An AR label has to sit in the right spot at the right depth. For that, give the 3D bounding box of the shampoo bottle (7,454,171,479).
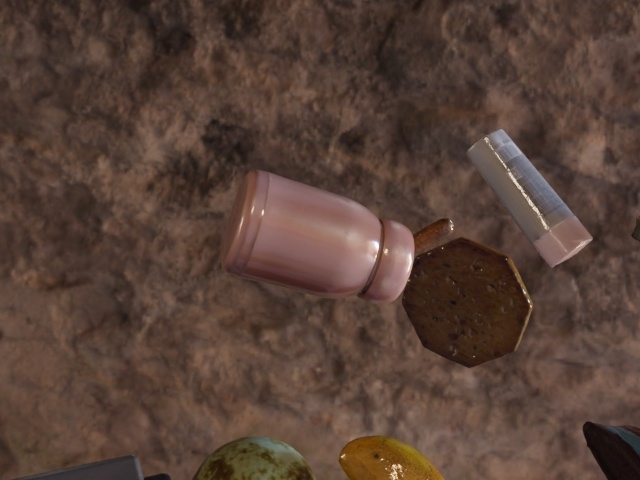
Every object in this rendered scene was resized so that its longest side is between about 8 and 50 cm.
[{"bbox_3d":[-0.282,0.297,0.926,0.246,0.079,0.080,-5,-35,-28],"label":"shampoo bottle"}]

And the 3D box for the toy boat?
[{"bbox_3d":[0.548,0.401,1.473,0.079,0.136,0.392,16,11,-6],"label":"toy boat"}]

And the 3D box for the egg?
[{"bbox_3d":[-0.130,0.491,1.517,0.238,0.289,0.238,24,-27,13],"label":"egg"}]

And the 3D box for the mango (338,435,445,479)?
[{"bbox_3d":[0.143,0.450,1.493,0.262,0.157,0.109,50,-4,-7],"label":"mango"}]

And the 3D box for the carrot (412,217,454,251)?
[{"bbox_3d":[0.220,0.002,1.968,0.191,0.047,0.047,-27,-43,21],"label":"carrot"}]

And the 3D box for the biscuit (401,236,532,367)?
[{"bbox_3d":[0.383,0.164,2.255,0.359,0.046,0.359,8,-72,24],"label":"biscuit"}]

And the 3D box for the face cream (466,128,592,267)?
[{"bbox_3d":[0.382,-0.080,1.573,0.269,0.107,0.073,54,-25,13],"label":"face cream"}]

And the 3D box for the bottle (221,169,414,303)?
[{"bbox_3d":[0.000,0.000,1.387,0.297,0.173,0.206,15,8,-12],"label":"bottle"}]

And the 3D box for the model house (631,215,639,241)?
[{"bbox_3d":[0.597,-0.015,1.529,0.058,0.057,0.083,39,-21,29],"label":"model house"}]
